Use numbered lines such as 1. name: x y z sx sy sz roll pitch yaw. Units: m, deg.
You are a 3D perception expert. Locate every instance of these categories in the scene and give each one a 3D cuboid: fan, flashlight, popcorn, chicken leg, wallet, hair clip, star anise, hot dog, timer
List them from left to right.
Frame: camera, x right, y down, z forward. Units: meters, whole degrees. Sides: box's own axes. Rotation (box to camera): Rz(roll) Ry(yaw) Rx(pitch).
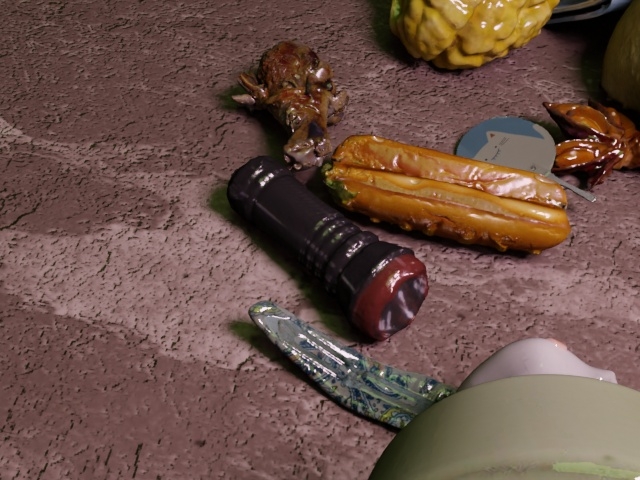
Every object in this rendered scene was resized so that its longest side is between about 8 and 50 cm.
1. chicken leg: -0.023 -0.151 0.977 0.125 0.080 0.196 -20 50 -19
2. flashlight: 0.000 0.000 0.846 0.093 0.093 0.232 -30 52 -29
3. hair clip: 0.035 0.119 0.768 0.229 0.036 0.066 28 54 9
4. hot dog: 0.131 -0.050 0.908 0.268 0.072 0.115 15 49 8
5. popcorn: 0.194 -0.322 1.114 0.200 0.226 0.203 27 -2 -26
6. fan: 0.235 -0.084 0.969 0.175 0.005 0.113 32 70 30
7. timer: 0.164 0.186 0.606 0.290 0.291 0.315 15 25 6
8. star anise: 0.333 -0.123 1.010 0.212 0.054 0.157 -13 55 -13
9. wallet: 0.435 -0.358 1.172 0.250 0.075 0.176 -17 12 -20

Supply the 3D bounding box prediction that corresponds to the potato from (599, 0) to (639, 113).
1. potato: 0.479 -0.265 0.999 0.330 0.213 0.280 -22 31 -25
